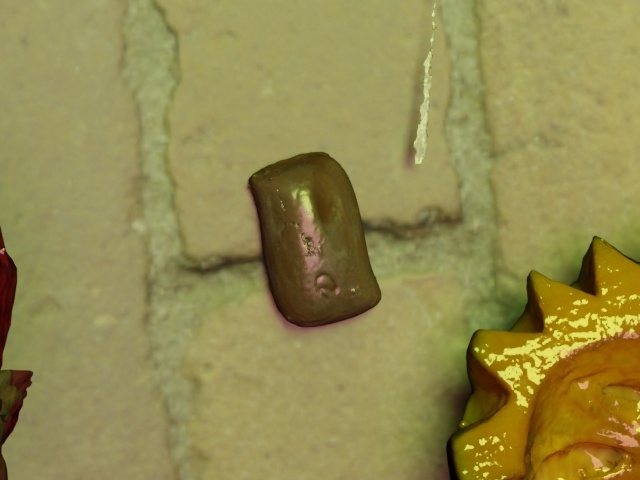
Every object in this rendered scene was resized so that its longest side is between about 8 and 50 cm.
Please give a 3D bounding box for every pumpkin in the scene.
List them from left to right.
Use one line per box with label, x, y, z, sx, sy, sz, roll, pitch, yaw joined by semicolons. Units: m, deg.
pumpkin;0.173;0.087;0.849;0.253;0.149;0.130;-19;58;-10

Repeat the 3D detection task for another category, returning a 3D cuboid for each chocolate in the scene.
chocolate;0.000;0.000;0.823;0.064;0.031;0.101;-13;96;-15

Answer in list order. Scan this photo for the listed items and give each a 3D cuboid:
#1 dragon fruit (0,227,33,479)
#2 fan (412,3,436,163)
dragon fruit;-0.286;0.067;0.619;0.329;0.329;0.329;-1;95;-12
fan;0.073;-0.197;0.829;0.182;0.010;0.310;8;91;-12
